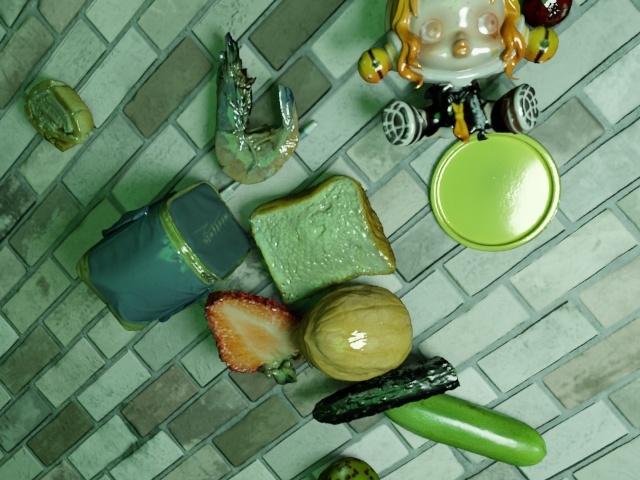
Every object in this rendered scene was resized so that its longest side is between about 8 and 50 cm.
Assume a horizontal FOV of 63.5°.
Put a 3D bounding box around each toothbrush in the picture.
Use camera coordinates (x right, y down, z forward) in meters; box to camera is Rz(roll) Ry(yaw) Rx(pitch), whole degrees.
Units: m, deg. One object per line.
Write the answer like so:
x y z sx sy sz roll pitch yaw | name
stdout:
-0.111 -0.158 1.073 0.276 0.019 0.025 -34 96 18 | toothbrush

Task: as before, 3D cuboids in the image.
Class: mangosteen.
0.382 -0.399 0.874 0.081 0.081 0.081 3 102 13 | mangosteen

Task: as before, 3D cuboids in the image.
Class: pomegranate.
0.046 0.557 1.099 0.159 0.205 0.159 26 126 41 | pomegranate

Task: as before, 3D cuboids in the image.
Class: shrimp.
-0.128 -0.254 1.021 0.178 0.075 0.289 4 97 9 | shrimp

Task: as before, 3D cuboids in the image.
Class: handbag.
-0.302 0.026 1.032 0.241 0.263 0.222 -31 99 16 | handbag

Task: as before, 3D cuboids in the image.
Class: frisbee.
0.328 -0.093 0.980 0.236 0.017 0.236 3 102 14 | frisbee

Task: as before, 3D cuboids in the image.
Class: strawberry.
-0.129 0.183 1.075 0.188 0.106 0.286 -32 123 7 | strawberry

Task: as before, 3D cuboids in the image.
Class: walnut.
0.070 0.179 0.996 0.193 0.226 0.193 5 96 53 | walnut

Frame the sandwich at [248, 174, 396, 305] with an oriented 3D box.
0.000 0.000 1.045 0.251 0.087 0.226 -21 95 17 | sandwich

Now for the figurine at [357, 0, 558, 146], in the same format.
0.220 -0.330 0.866 0.320 0.196 0.323 -4 106 4 | figurine

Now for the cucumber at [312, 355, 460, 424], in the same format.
0.120 0.301 1.017 0.303 0.081 0.072 -21 73 8 | cucumber

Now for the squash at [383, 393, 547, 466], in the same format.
0.268 0.367 1.050 0.379 0.101 0.101 18 105 11 | squash

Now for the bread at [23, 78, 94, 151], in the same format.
-0.574 -0.275 1.140 0.156 0.064 0.117 44 109 3 | bread
